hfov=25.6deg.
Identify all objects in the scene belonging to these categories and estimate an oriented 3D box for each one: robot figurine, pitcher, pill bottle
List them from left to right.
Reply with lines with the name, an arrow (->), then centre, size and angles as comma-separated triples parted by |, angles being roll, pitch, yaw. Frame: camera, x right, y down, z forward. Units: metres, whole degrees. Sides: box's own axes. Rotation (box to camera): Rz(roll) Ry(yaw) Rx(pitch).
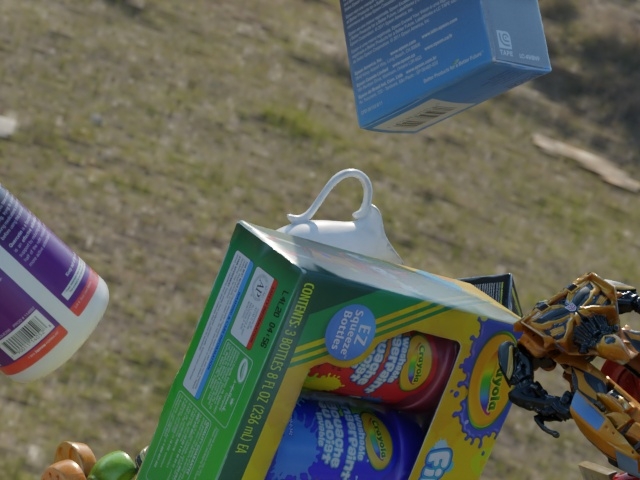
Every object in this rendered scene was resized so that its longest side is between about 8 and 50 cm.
pill bottle -> -0.444, 0.025, 1.842 | 0.323, 0.181, 0.181 | 46, 6, -20
pitcher -> 0.000, 0.000, 2.090 | 0.207, 0.177, 0.125 | -19, 4, -16
robot figurine -> 0.323, 0.138, 1.473 | 0.211, 0.085, 0.291 | -33, 48, -17

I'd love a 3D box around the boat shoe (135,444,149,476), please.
boat shoe -> -0.216, 0.303, 1.845 | 0.056, 0.049, 0.152 | 58, 2, 17

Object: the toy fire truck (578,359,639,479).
toy fire truck -> 0.399, 0.241, 1.748 | 0.246, 0.217, 0.158 | -20, -15, 33

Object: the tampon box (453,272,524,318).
tampon box -> 0.198, 0.127, 1.965 | 0.161, 0.120, 0.101 | -6, 43, 17

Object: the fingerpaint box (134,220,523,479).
fingerpaint box -> 0.006, 0.243, 1.644 | 0.371, 0.444, 0.163 | 16, 11, -36

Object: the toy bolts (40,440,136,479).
toy bolts -> -0.364, 0.393, 1.913 | 0.159, 0.228, 0.218 | -5, 12, -35

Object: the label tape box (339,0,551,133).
label tape box -> 0.138, -0.337, 1.774 | 0.115, 0.347, 0.249 | 4, -17, -39
